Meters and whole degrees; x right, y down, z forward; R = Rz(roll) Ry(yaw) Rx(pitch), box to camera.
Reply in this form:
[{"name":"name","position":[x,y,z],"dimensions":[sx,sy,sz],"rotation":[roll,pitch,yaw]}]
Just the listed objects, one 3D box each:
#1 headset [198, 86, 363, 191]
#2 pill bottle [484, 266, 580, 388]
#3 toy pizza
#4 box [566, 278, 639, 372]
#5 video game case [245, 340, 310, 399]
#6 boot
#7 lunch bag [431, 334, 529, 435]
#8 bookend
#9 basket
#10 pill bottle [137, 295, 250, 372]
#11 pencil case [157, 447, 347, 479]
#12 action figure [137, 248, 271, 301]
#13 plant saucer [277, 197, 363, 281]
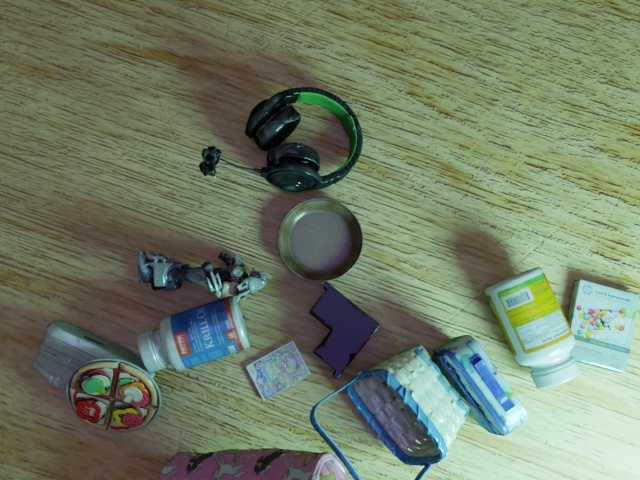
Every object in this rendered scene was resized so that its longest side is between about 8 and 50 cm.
[{"name":"headset","position":[-0.085,-0.225,1.380],"dimensions":[0.395,0.185,0.243],"rotation":[-21,81,-17]},{"name":"pill bottle","position":[0.477,0.195,1.350],"dimensions":[0.137,0.136,0.245],"rotation":[-22,82,-6]},{"name":"toy pizza","position":[-0.442,0.338,1.289],"dimensions":[0.202,0.032,0.201],"rotation":[0,115,0]},{"name":"box","position":[0.647,0.199,1.407],"dimensions":[0.145,0.038,0.186],"rotation":[16,79,0]},{"name":"video game case","position":[-0.096,0.294,1.374],"dimensions":[0.122,0.011,0.087],"rotation":[-28,82,-7]},{"name":"boot","position":[-0.500,0.284,1.331],"dimensions":[0.259,0.095,0.123],"rotation":[26,93,5]},{"name":"lunch bag","position":[0.339,0.309,1.304],"dimensions":[0.090,0.176,0.218],"rotation":[-34,84,-9]},{"name":"bookend","position":[0.024,0.203,1.364],"dimensions":[0.156,0.072,0.157],"rotation":[38,81,5]},{"name":"basket","position":[0.150,0.379,1.257],"dimensions":[0.289,0.201,0.254],"rotation":[-30,81,-37]},{"name":"pill bottle","position":[-0.276,0.211,1.324],"dimensions":[0.222,0.124,0.124],"rotation":[-19,81,-6]},{"name":"pencil case","position":[-0.142,0.504,1.193],"dimensions":[0.387,0.167,0.160],"rotation":[-8,120,24]},{"name":"action figure","position":[-0.248,0.074,1.331],"dimensions":[0.285,0.185,0.099],"rotation":[3,92,6]},{"name":"plant saucer","position":[0.000,0.000,1.418],"dimensions":[0.199,0.036,0.198],"rotation":[0,81,-2]}]
